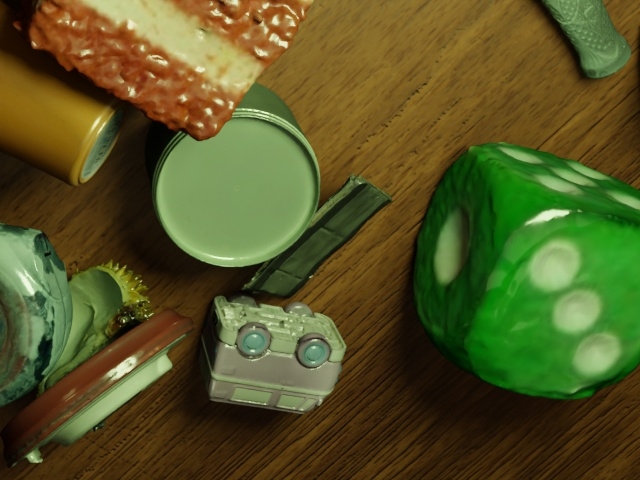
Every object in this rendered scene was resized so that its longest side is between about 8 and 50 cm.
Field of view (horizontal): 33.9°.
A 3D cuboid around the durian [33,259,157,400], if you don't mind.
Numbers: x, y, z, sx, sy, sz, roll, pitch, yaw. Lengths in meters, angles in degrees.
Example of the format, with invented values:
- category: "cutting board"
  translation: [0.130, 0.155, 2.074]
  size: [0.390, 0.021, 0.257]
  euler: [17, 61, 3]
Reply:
- category: "durian"
  translation: [-0.321, 0.134, 1.507]
  size: [0.252, 0.139, 0.144]
  euler: [-31, 127, 22]

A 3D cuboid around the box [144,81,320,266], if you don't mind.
- category: "box"
  translation: [-0.122, -0.093, 1.437]
  size: [0.226, 0.149, 0.226]
  euler: [-5, 117, -11]

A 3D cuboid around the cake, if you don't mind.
- category: "cake"
  translation: [-0.161, -0.325, 1.240]
  size: [0.270, 0.269, 0.319]
  euler: [32, 106, -25]

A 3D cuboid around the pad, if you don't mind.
- category: "pad"
  translation: [0.000, -0.001, 1.533]
  size: [0.233, 0.022, 0.174]
  euler: [-45, 161, 11]

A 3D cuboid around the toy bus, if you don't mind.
- category: "toy bus"
  translation: [-0.075, 0.173, 1.592]
  size: [0.202, 0.142, 0.142]
  euler: [11, 107, -18]

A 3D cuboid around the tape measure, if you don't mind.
- category: "tape measure"
  translation: [-0.465, 0.089, 1.419]
  size: [0.256, 0.147, 0.275]
  euler: [12, 103, 4]

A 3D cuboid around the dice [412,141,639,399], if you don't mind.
- category: "dice"
  translation: [0.320, 0.038, 1.538]
  size: [0.300, 0.287, 0.297]
  euler: [11, 113, -18]

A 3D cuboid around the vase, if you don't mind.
- category: "vase"
  translation: [0.361, -0.329, 1.477]
  size: [0.096, 0.096, 0.219]
  euler: [-37, 122, 6]

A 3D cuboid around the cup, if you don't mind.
- category: "cup"
  translation: [-0.380, -0.174, 1.289]
  size: [0.264, 0.182, 0.226]
  euler: [30, 151, -1]

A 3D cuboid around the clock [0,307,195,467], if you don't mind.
- category: "clock"
  translation: [-0.303, 0.212, 1.466]
  size: [0.318, 0.318, 0.080]
  euler: [-37, 87, 6]
